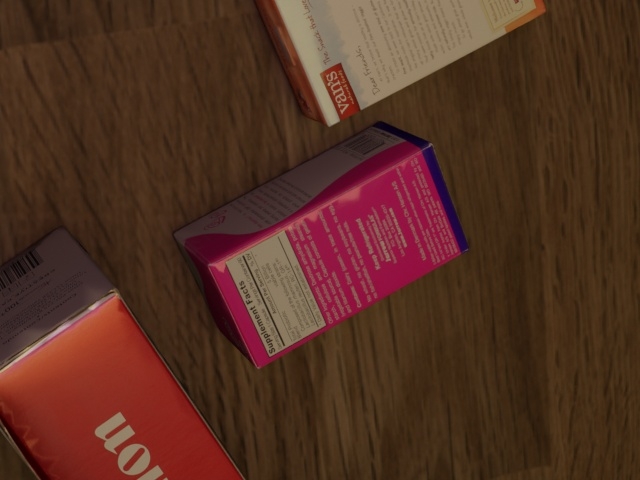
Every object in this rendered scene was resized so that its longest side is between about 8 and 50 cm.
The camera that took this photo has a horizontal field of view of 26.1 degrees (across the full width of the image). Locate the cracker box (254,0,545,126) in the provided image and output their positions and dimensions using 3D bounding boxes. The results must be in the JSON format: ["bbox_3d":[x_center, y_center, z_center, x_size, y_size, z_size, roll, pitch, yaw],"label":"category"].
[{"bbox_3d":[0.064,-0.222,1.202,0.232,0.067,0.156,-29,112,-14],"label":"cracker box"}]

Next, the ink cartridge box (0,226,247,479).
[{"bbox_3d":[-0.149,0.174,1.108,0.130,0.272,0.309,-35,114,-10],"label":"ink cartridge box"}]

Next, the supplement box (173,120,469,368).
[{"bbox_3d":[0.000,0.000,1.210,0.220,0.111,0.114,-27,113,-12],"label":"supplement box"}]
